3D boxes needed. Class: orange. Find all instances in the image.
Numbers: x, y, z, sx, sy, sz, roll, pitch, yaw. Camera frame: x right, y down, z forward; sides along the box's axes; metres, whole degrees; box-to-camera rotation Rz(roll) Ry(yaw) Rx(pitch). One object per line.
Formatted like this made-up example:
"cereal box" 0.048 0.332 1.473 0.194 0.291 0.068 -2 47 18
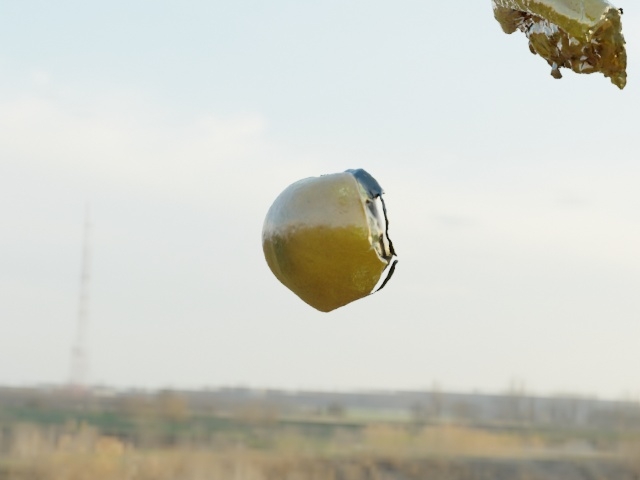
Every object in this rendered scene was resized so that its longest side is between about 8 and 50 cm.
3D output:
"orange" 0.000 0.000 1.721 0.112 0.170 0.160 -5 36 -44

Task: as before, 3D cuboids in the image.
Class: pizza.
"pizza" 0.218 -0.200 1.553 0.134 0.056 0.271 50 -3 -25
